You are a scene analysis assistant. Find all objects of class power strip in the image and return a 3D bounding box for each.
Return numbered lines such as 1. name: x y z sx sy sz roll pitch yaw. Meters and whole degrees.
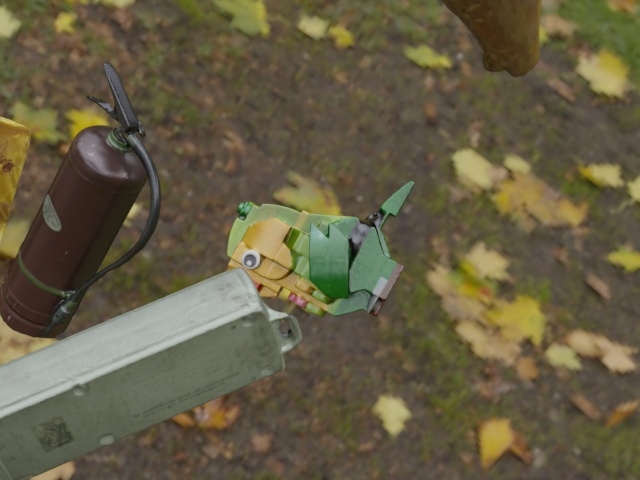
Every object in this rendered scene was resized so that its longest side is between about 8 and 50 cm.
1. power strip: -0.146 0.097 0.973 0.272 0.078 0.052 -23 45 -6

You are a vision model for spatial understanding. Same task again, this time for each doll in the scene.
1. doll: 0.000 0.009 1.423 0.186 0.134 0.106 0 2 4

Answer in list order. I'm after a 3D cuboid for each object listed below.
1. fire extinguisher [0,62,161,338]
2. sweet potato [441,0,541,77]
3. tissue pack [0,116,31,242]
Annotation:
1. fire extinguisher: -0.121 -0.009 0.759 0.045 0.157 0.078 -13 55 -48
2. sweet potato: 0.029 -0.217 0.658 0.336 0.131 0.131 65 28 -19
3. tissue pack: -0.370 -0.039 1.194 0.092 0.183 0.226 16 0 38
